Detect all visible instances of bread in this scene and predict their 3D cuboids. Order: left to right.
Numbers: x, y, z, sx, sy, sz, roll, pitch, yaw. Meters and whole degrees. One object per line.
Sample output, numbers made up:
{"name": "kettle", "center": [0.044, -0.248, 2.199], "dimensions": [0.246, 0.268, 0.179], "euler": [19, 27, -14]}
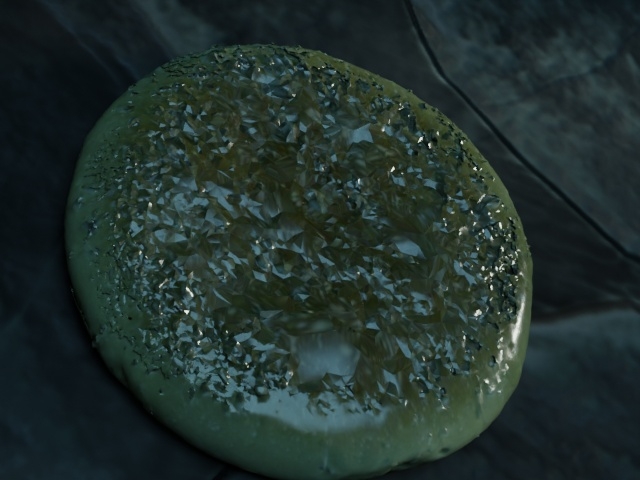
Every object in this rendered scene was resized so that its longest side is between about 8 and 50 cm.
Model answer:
{"name": "bread", "center": [0.000, 0.000, 0.606], "dimensions": [0.267, 0.040, 0.267], "euler": [11, 57, -18]}
